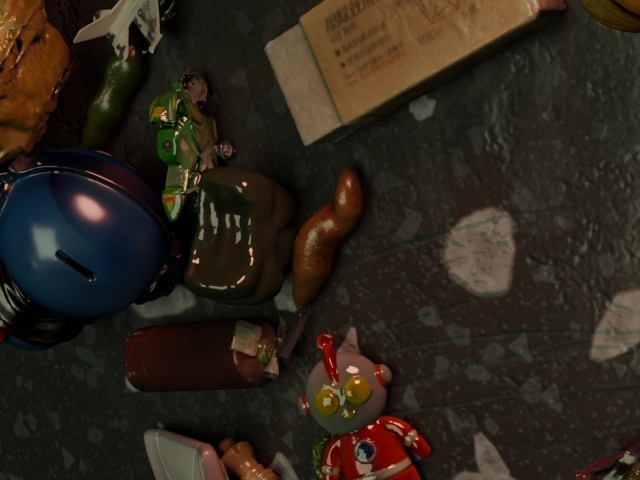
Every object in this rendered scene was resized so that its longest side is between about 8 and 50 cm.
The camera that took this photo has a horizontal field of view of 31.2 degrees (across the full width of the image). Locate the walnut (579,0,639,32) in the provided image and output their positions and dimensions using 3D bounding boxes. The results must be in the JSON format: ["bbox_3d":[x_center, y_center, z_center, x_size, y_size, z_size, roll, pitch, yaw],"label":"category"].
[{"bbox_3d":[0.298,-0.283,1.090,0.144,0.144,0.180,-28,86,36],"label":"walnut"}]

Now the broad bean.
[{"bbox_3d":[-0.304,-0.170,1.602,0.256,0.052,0.053,-56,26,33],"label":"broad bean"}]

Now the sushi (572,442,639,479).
[{"bbox_3d":[0.390,0.232,1.151,0.241,0.107,0.161,25,110,30],"label":"sushi"}]

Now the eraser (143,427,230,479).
[{"bbox_3d":[-0.154,0.378,1.587,0.204,0.059,0.243,1,113,59],"label":"eraser"}]

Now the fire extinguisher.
[{"bbox_3d":[-0.136,0.146,1.519,0.268,0.104,0.105,-9,95,37],"label":"fire extinguisher"}]

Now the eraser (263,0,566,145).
[{"bbox_3d":[0.095,-0.235,1.280,0.343,0.078,0.144,-26,84,38],"label":"eraser"}]

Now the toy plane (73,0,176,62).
[{"bbox_3d":[-0.227,-0.334,1.501,0.234,0.082,0.160,-45,62,18],"label":"toy plane"}]

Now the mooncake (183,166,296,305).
[{"bbox_3d":[-0.102,-0.006,1.416,0.104,0.168,0.175,6,119,33],"label":"mooncake"}]

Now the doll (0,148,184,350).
[{"bbox_3d":[-0.340,0.010,1.551,0.284,0.240,0.310,36,122,-20],"label":"doll"}]

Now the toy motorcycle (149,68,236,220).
[{"bbox_3d":[-0.172,-0.125,1.477,0.074,0.106,0.190,-2,97,37],"label":"toy motorcycle"}]

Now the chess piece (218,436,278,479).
[{"bbox_3d":[-0.077,0.332,1.538,0.172,0.060,0.060,46,122,22],"label":"chess piece"}]

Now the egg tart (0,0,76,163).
[{"bbox_3d":[-0.442,-0.194,1.585,0.150,0.352,0.352,24,121,-16],"label":"egg tart"}]

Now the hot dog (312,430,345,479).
[{"bbox_3d":[0.020,0.290,1.465,0.056,0.041,0.133,6,103,34],"label":"hot dog"}]

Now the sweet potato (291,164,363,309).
[{"bbox_3d":[0.001,0.001,1.411,0.055,0.058,0.202,52,127,39],"label":"sweet potato"}]

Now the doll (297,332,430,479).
[{"bbox_3d":[0.049,0.228,1.410,0.142,0.076,0.245,-22,91,8],"label":"doll"}]
